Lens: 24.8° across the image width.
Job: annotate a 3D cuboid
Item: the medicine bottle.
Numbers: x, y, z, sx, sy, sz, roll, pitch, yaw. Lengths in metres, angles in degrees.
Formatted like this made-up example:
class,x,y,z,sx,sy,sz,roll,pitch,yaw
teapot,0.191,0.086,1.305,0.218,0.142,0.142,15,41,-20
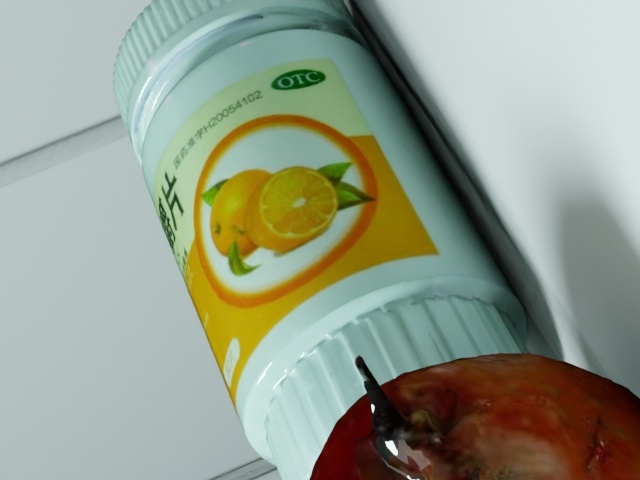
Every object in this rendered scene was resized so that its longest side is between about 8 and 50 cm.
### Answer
class,x,y,z,sx,sy,sz,roll,pitch,yaw
medicine bottle,0.000,0.000,0.800,0.158,0.158,0.318,72,173,-52

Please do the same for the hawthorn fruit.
class,x,y,z,sx,sy,sz,roll,pitch,yaw
hawthorn fruit,0.061,0.122,0.532,0.181,0.181,0.235,-117,2,-47
